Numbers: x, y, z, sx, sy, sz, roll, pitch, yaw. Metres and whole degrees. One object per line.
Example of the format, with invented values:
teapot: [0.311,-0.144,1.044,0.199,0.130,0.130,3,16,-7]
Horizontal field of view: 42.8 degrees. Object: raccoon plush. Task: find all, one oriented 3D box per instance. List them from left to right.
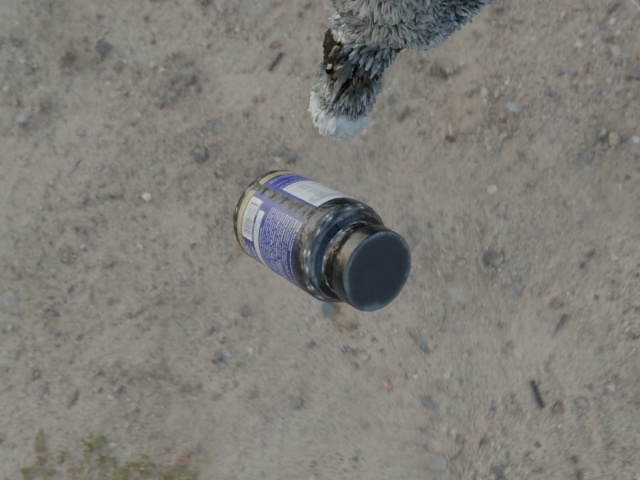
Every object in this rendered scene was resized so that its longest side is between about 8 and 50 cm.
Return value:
raccoon plush: [0.058,-0.241,0.826,0.216,0.446,0.299,26,35,18]

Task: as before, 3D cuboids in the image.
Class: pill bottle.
pill bottle: [0.000,0.000,0.954,0.123,0.123,0.219,-50,40,-9]

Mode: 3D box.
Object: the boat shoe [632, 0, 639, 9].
boat shoe: [0.201,-0.142,0.408,0.112,0.095,0.335,-46,113,5]
